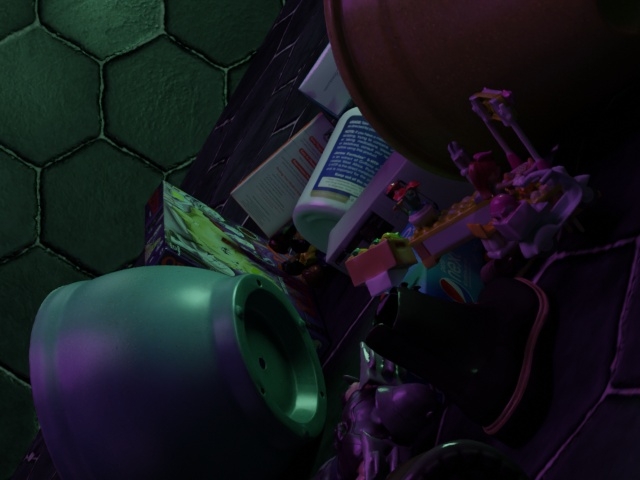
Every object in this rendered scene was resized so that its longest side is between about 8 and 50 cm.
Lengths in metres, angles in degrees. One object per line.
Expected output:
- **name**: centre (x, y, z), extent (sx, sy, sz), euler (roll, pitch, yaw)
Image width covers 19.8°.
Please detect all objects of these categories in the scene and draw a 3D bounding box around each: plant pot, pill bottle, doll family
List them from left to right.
- **plant pot**: centre (-0.117, 0.146, 1.788), extent (0.196, 0.293, 0.293), euler (-23, 27, 21)
- **doll family**: centre (0.000, 0.000, 2.067), extent (0.111, 0.076, 0.193), euler (-41, 3, -13)
- **pill bottle**: centre (0.056, -0.078, 1.953), extent (0.186, 0.112, 0.112), euler (-64, 13, -24)
- **plant pot**: centre (0.184, -0.207, 1.473), extent (0.254, 0.276, 0.276), euler (-19, 39, 55)

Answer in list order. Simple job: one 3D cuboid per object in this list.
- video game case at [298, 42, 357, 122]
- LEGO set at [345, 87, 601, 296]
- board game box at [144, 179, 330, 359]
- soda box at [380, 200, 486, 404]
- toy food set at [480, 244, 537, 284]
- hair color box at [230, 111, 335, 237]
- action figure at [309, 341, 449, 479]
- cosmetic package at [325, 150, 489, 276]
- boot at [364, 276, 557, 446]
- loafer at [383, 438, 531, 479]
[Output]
- **video game case**: centre (0.088, -0.237, 2.096), extent (0.244, 0.061, 0.269), euler (-57, -12, 2)
- **LEGO set**: centre (0.109, -0.044, 1.436), extent (0.132, 0.107, 0.287), euler (-42, 13, -26)
- **board game box**: centre (-0.101, 0.034, 2.079), extent (0.056, 0.208, 0.347), euler (-54, 13, 8)
- **soda box**: centre (0.096, 0.052, 1.569), extent (0.071, 0.067, 0.210), euler (-53, 12, 24)
- **toy food set**: centre (0.159, 0.001, 1.553), extent (0.078, 0.019, 0.122), euler (-55, 12, 17)
- **hair color box**: centre (-0.028, -0.075, 2.104), extent (0.141, 0.072, 0.043), euler (-40, 5, 4)
- **action figure**: centre (0.018, 0.197, 1.440), extent (0.285, 0.099, 0.185), euler (-51, 14, 34)
- **cosmetic package**: centre (0.111, -0.051, 1.696), extent (0.239, 0.099, 0.060), euler (-53, 16, 28)
- **boot**: centre (0.101, 0.055, 1.367), extent (0.077, 0.137, 0.198), euler (-54, 11, 20)
- **loafer**: centre (0.012, 0.293, 1.204), extent (0.366, 0.134, 0.130), euler (-50, 6, -8)
